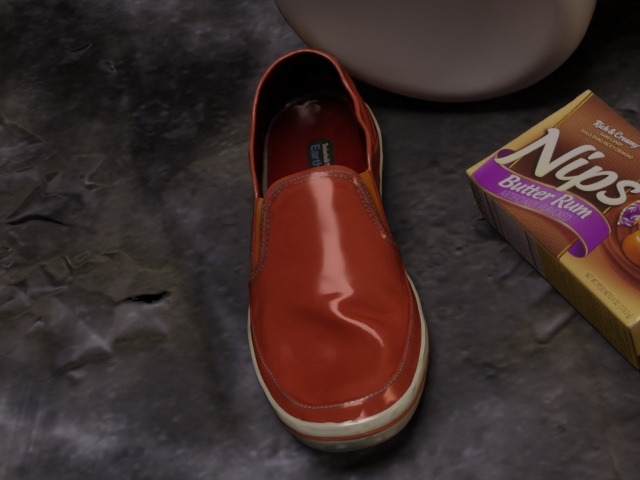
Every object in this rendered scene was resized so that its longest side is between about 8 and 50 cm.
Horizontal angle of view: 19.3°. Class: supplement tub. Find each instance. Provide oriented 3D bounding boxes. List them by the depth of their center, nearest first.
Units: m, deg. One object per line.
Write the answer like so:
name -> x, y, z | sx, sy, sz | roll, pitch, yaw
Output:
supplement tub -> 0.108, -0.294, 1.400 | 0.241, 0.241, 0.331 | 1, 51, 22

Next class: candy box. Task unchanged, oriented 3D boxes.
candy box -> 0.194, -0.011, 1.250 | 0.109, 0.053, 0.187 | -33, 48, -9

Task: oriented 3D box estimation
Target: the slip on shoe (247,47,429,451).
slip on shoe -> 0.000, 0.000, 1.283 | 0.123, 0.101, 0.331 | -12, 49, 9
